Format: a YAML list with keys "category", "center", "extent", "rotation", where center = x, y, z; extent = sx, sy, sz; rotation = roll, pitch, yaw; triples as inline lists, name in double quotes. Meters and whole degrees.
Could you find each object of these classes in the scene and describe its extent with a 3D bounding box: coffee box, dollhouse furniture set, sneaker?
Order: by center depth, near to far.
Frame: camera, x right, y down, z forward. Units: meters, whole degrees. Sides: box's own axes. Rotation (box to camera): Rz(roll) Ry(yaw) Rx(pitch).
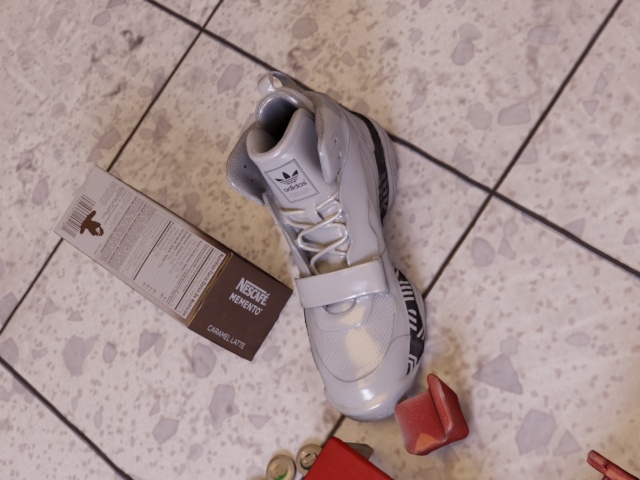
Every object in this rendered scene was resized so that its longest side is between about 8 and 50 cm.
- category: "dollhouse furniture set"
  center: [0.157, 0.250, 1.199]
  extent: [0.374, 0.152, 0.201]
  rotation: [32, 89, 33]
- category: "sneaker"
  center: [0.000, 0.000, 1.365]
  extent: [0.137, 0.210, 0.365]
  rotation: [-17, 63, 25]
- category: "coffee box"
  center: [-0.170, 0.025, 1.501]
  extent: [0.246, 0.141, 0.098]
  rotation: [31, 88, 35]

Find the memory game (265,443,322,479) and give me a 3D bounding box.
- category: "memory game"
  center: [-0.014, 0.306, 1.372]
  extent: [0.186, 0.012, 0.186]
  rotation: [-11, 65, 26]
